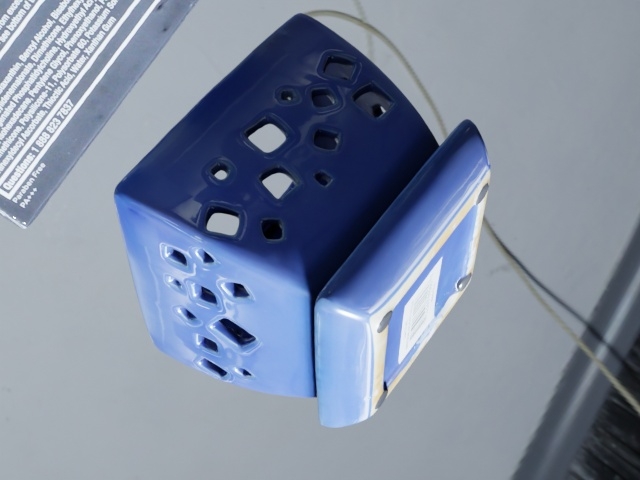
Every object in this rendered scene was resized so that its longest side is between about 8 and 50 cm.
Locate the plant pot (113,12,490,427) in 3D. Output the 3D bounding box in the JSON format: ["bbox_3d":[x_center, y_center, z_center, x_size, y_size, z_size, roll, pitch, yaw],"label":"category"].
[{"bbox_3d":[0.000,0.000,0.849,0.236,0.212,0.236,-50,158,-28],"label":"plant pot"}]

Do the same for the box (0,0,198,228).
[{"bbox_3d":[-0.254,-0.223,0.729,0.294,0.183,0.296,37,91,-34],"label":"box"}]
